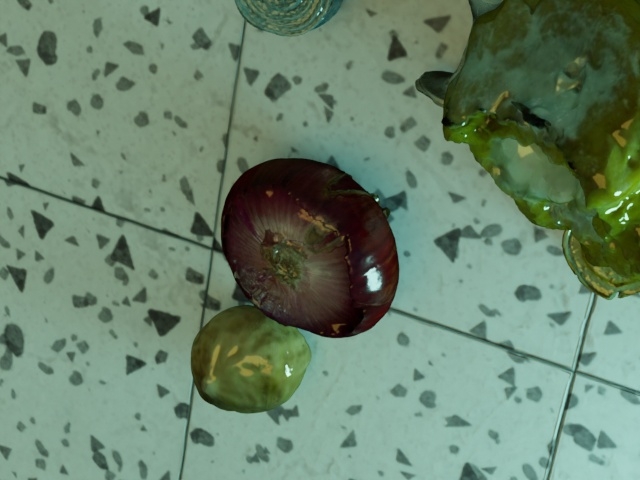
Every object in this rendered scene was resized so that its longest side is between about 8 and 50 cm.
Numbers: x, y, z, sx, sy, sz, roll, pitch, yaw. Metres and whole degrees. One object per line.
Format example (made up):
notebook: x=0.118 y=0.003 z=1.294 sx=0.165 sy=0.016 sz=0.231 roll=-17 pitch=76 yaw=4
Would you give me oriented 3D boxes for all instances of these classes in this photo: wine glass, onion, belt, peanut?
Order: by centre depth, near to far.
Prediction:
wine glass: x=0.177 y=-0.241 z=1.737 sx=0.122 sy=0.122 sz=0.183 roll=26 pitch=124 yaw=14
belt: x=-0.040 y=-0.324 z=1.816 sx=0.147 sy=0.082 sz=0.163 roll=11 pitch=106 yaw=9
onion: x=-0.008 y=0.007 z=1.880 sx=0.248 sy=0.161 sz=0.248 roll=10 pitch=108 yaw=32
peanut: x=-0.090 y=0.154 z=2.003 sx=0.159 sy=0.109 sz=0.141 roll=-4 pitch=118 yaw=14

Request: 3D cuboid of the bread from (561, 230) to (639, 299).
bread: x=0.354 y=-0.003 z=1.762 sx=0.156 sy=0.064 sz=0.118 roll=-22 pitch=103 yaw=28

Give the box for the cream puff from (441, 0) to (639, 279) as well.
cream puff: x=0.308 y=-0.128 z=1.608 sx=0.323 sy=0.270 sz=0.274 roll=36 pitch=91 yaw=41
